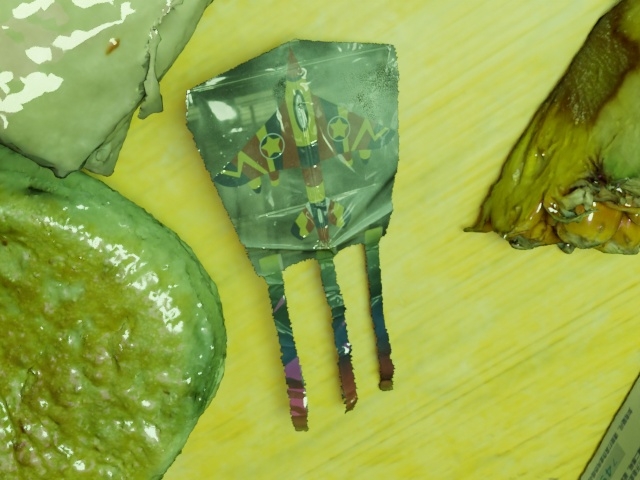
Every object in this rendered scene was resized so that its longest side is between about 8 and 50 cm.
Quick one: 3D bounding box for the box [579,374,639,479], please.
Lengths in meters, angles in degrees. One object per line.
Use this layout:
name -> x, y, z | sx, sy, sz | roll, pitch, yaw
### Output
box -> 0.272, 0.167, 0.585 | 0.168, 0.097, 0.265 | 24, 105, -6

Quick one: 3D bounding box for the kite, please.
kite -> 0.001, 0.000, 0.560 | 0.141, 0.015, 0.245 | -17, 112, -21

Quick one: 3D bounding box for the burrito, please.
burrito -> -0.093, -0.199, 0.464 | 0.190, 0.135, 0.332 | 37, 100, -25

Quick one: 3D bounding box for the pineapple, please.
pineapple -> 0.217, -0.056, 0.494 | 0.140, 0.164, 0.250 | 30, 101, -16

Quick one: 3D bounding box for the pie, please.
pie -> -0.196, 0.073, 0.580 | 0.277, 0.078, 0.277 | 1, 110, 4
